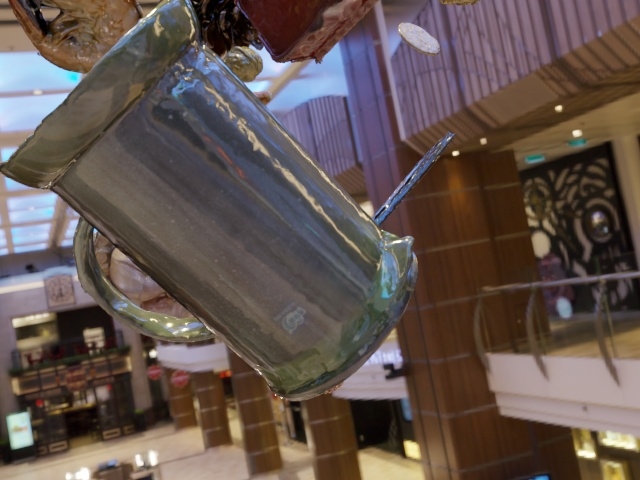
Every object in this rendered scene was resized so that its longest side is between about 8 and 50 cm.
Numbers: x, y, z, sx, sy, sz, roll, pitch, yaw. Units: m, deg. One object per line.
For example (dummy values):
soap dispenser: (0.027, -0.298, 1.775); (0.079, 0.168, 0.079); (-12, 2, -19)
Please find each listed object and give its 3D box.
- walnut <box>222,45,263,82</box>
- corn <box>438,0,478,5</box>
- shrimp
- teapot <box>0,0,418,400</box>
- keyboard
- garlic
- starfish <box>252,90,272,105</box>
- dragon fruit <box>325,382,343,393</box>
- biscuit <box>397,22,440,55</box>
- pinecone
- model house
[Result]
walnut: (-0.170, -0.382, 1.537); (0.092, 0.092, 0.092); (-11, -4, -1)
corn: (0.184, -0.591, 1.273); (0.144, 0.387, 0.144); (-35, 26, 20)
shrimp: (-0.390, -0.338, 1.008); (0.287, 0.152, 0.063); (24, 15, -28)
teapot: (-0.093, -0.002, 0.620); (0.270, 0.337, 0.200); (-37, 21, 23)
keyboard: (0.099, -0.055, 0.919); (0.250, 0.017, 0.087); (-49, 1, -36)
garlic: (-0.246, 0.013, 1.074); (0.207, 0.207, 0.257); (-9, -28, -26)
starfish: (-0.166, -0.120, 0.862); (0.247, 0.138, 0.050); (0, -22, 24)
dragon fruit: (-0.026, 0.177, 1.246); (0.192, 0.122, 0.092); (29, -20, -3)
biscuit: (0.237, -0.483, 1.695); (0.120, 0.120, 0.015); (-8, -34, -40)
pinecone: (-0.249, -0.550, 1.707); (0.244, 0.309, 0.244); (-32, -30, -21)
model house: (0.004, -0.435, 1.265); (0.196, 0.160, 0.254); (-42, -6, 30)
